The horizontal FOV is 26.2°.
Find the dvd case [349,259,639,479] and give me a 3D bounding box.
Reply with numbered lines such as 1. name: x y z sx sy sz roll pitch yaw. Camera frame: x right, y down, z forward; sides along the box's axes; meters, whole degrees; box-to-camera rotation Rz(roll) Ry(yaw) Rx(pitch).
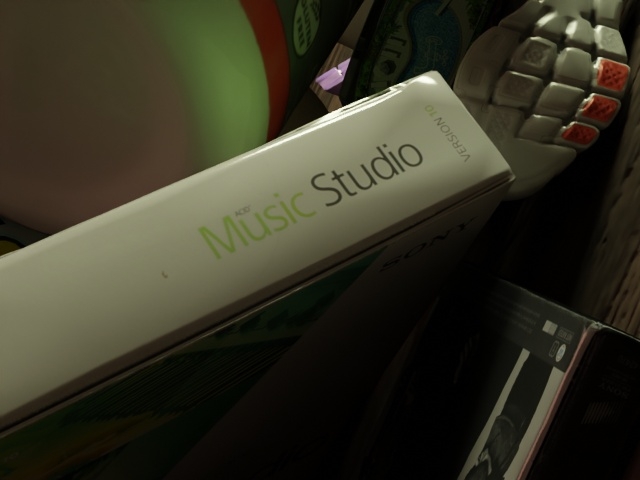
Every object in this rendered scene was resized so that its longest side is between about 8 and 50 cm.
1. dvd case: 0.026 0.126 0.468 0.179 0.029 0.239 -142 76 -81

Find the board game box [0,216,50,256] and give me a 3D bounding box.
1. board game box: -0.143 0.051 0.678 0.275 0.142 0.144 -9 -35 -52

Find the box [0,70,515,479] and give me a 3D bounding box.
1. box: -0.076 0.082 0.545 0.232 0.058 0.322 -26 -21 -28

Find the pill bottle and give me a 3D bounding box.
1. pill bottle: -0.055 -0.189 0.643 0.363 0.210 0.210 -61 4 -38

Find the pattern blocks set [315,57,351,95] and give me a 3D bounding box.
1. pattern blocks set: -0.103 -0.119 1.126 0.026 0.324 0.285 58 134 37

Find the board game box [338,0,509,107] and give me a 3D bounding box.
1. board game box: 0.060 -0.115 0.617 0.194 0.060 0.194 53 -121 -75

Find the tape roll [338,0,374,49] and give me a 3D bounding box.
1. tape roll: 0.045 -0.257 0.952 0.246 0.169 0.246 -155 90 -82

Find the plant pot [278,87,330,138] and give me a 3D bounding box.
1. plant pot: -0.092 -0.039 1.008 0.191 0.284 0.284 -23 -26 -43

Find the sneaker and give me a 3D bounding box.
1. sneaker: 0.090 -0.064 0.553 0.158 0.061 0.065 -60 -7 -36
